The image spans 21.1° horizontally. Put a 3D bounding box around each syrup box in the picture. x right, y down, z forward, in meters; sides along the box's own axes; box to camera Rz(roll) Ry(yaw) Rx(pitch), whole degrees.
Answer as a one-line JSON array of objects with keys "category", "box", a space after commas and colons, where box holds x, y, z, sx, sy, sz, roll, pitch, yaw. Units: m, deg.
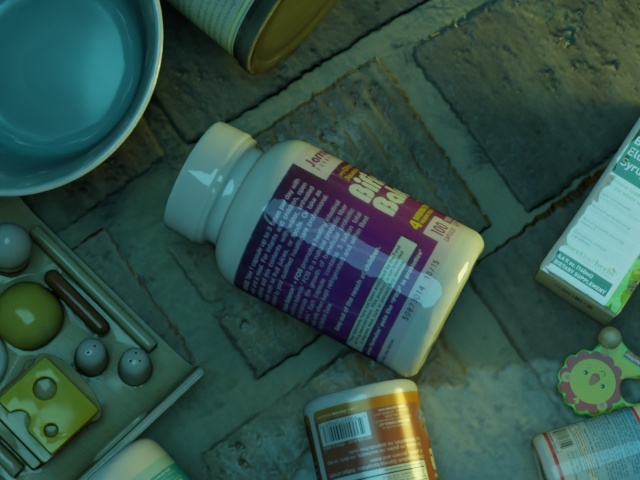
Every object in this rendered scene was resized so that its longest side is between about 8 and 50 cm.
[{"category": "syrup box", "box": [0.326, -0.036, 1.783, 0.093, 0.096, 0.237, 34, 84, 8]}]

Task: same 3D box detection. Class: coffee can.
[{"category": "coffee can", "box": [-0.113, -0.336, 1.798, 0.275, 0.201, 0.201, 40, 84, 8]}]

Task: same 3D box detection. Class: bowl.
[{"category": "bowl", "box": [-0.295, -0.194, 1.779, 0.311, 0.163, 0.311, -1, 87, 9]}]

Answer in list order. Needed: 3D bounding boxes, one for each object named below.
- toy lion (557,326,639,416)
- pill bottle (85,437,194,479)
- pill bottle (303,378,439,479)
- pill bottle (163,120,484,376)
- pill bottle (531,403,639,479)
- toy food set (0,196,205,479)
[{"category": "toy lion", "box": [0.300, 0.145, 1.786, 0.100, 0.034, 0.096, 33, 90, 7]}, {"category": "pill bottle", "box": [-0.134, 0.334, 1.707, 0.146, 0.146, 0.264, -44, 82, -6]}, {"category": "pill bottle", "box": [0.061, 0.256, 1.727, 0.121, 0.121, 0.216, -12, 80, 0]}, {"category": "pill bottle", "box": [0.000, 0.000, 1.751, 0.301, 0.169, 0.169, 28, 82, 6]}, {"category": "pill bottle", "box": [0.301, 0.217, 1.742, 0.160, 0.087, 0.087, -17, 80, 0]}, {"category": "toy food set", "box": [-0.301, 0.104, 1.760, 0.306, 0.092, 0.220, 44, 72, 8]}]
